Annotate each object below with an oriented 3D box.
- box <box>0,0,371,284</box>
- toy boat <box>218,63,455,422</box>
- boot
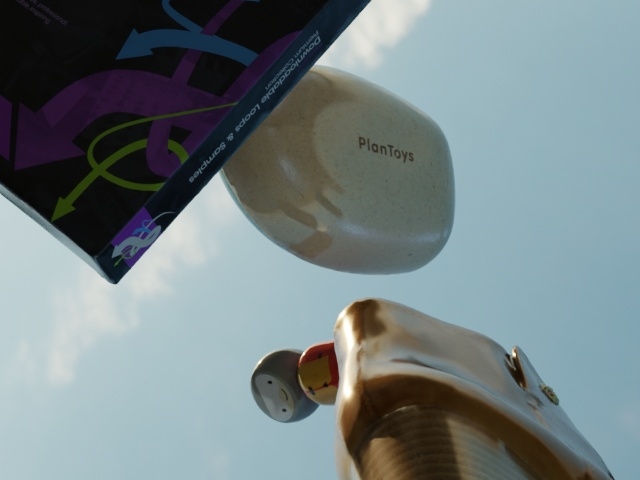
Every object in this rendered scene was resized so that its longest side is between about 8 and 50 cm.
[{"bbox_3d":[-0.068,-0.078,0.578,0.116,0.029,0.162,36,-105,22],"label":"box"},{"bbox_3d":[0.000,0.000,1.358,0.148,0.267,0.318,-22,-122,45],"label":"toy boat"},{"bbox_3d":[0.125,0.142,0.610,0.104,0.295,0.211,-46,-166,14],"label":"boot"}]
